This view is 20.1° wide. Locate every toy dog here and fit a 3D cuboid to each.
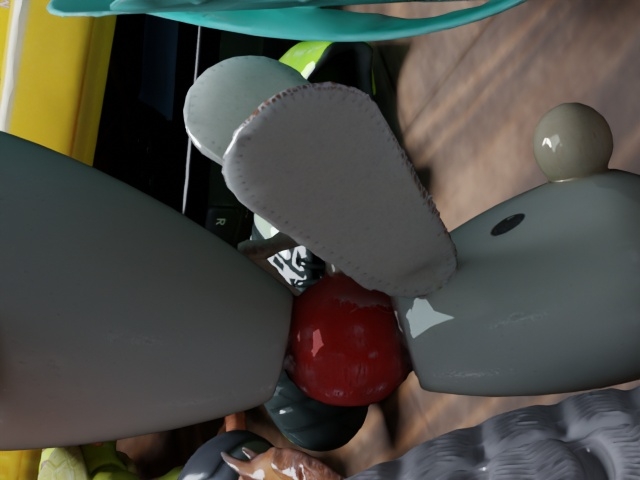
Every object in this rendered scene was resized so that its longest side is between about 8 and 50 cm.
[{"bbox_3d":[-0.056,-0.017,0.593,0.220,0.333,0.161,-169,72,-65],"label":"toy dog"}]

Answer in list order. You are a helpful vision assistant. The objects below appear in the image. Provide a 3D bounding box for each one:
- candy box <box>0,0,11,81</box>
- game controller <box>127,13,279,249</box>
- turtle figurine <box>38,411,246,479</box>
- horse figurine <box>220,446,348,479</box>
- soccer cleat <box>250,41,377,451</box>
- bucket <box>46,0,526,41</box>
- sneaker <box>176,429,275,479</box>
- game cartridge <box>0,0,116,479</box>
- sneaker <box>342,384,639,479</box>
[{"bbox_3d":[-0.177,-0.192,1.060,0.105,0.027,0.206,-178,95,-83],"label":"candy box"},{"bbox_3d":[-0.059,-0.147,0.858,0.166,0.067,0.319,-153,67,-64],"label":"game controller"},{"bbox_3d":[-0.113,0.161,0.951,0.269,0.087,0.217,6,96,60],"label":"turtle figurine"},{"bbox_3d":[0.051,0.176,0.684,0.263,0.066,0.174,5,100,61],"label":"horse figurine"},{"bbox_3d":[0.000,0.000,0.770,0.072,0.060,0.179,160,110,-71],"label":"soccer cleat"},{"bbox_3d":[0.004,-0.207,0.636,0.281,0.183,0.281,5,96,61],"label":"bucket"},{"bbox_3d":[-0.017,0.198,0.816,0.098,0.083,0.224,14,109,40],"label":"sneaker"},{"bbox_3d":[-0.136,-0.054,0.925,0.285,0.052,0.324,-103,21,-69],"label":"game cartridge"},{"bbox_3d":[0.046,0.160,0.547,0.124,0.321,0.180,-47,-63,-75],"label":"sneaker"}]
